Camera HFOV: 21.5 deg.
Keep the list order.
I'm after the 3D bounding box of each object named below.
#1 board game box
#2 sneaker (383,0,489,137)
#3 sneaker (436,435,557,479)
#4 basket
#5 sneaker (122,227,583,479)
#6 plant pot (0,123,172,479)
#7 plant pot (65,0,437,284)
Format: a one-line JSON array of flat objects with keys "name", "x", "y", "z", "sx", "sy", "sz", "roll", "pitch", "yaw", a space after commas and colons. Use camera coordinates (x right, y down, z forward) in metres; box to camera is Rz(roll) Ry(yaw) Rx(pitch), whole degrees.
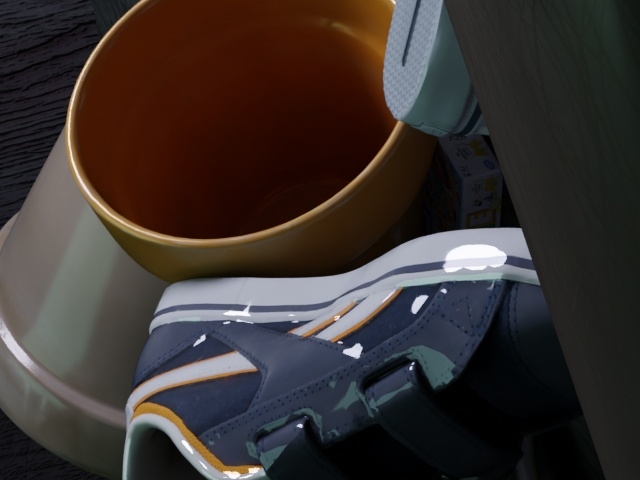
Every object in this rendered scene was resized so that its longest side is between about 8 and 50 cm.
[{"name": "board game box", "x": 0.070, "y": -0.051, "z": 1.042, "sx": 0.103, "sy": 0.026, "sz": 0.154, "roll": 86, "pitch": 164, "yaw": -44}, {"name": "sneaker", "x": 0.096, "y": -0.160, "z": 0.647, "sx": 0.094, "sy": 0.091, "sz": 0.258, "roll": -114, "pitch": 35, "yaw": -60}, {"name": "sneaker", "x": 0.101, "y": 0.176, "z": 0.987, "sx": 0.300, "sy": 0.111, "sz": 0.121, "roll": -104, "pitch": -9, "yaw": -45}, {"name": "basket", "x": 0.132, "y": -0.008, "z": 0.504, "sx": 0.204, "sy": 0.154, "sz": 0.227, "roll": -85, "pitch": -21, "yaw": -78}, {"name": "sneaker", "x": 0.029, "y": 0.082, "z": 0.817, "sx": 0.321, "sy": 0.126, "sz": 0.127, "roll": -11, "pitch": 52, "yaw": 44}, {"name": "plant pot", "x": -0.105, "y": -0.009, "z": 1.357, "sx": 0.323, "sy": 0.323, "sz": 0.280, "roll": -115, "pitch": 31, "yaw": -42}, {"name": "plant pot", "x": -0.020, "y": -0.032, "z": 0.995, "sx": 0.188, "sy": 0.205, "sz": 0.205, "roll": 64, "pitch": -178, "yaw": -53}]
